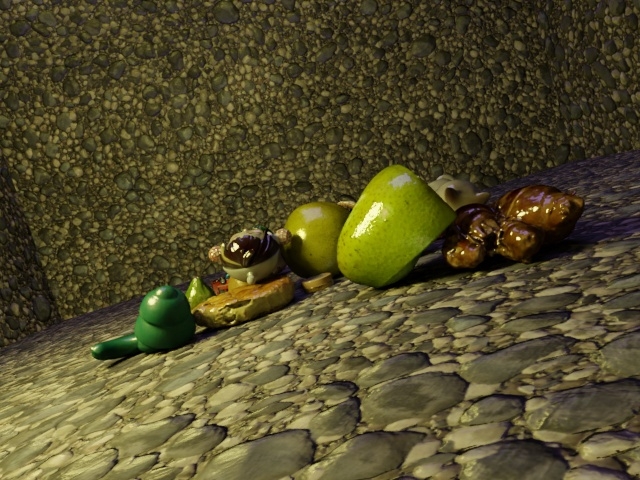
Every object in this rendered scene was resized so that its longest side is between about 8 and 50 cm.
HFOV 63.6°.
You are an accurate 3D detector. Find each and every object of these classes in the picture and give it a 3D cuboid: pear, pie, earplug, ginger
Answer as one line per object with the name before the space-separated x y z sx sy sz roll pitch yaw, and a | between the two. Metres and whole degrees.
pear | 0.000 0.000 1.815 0.295 0.294 0.294 -17 4 1
pear | 0.171 -0.022 1.362 0.318 0.238 0.342 -48 -3 3
pie | -0.234 0.186 1.600 0.340 0.083 0.339 -17 4 1
earplug | -0.480 0.235 1.448 0.258 0.280 0.164 17 26 -3
ginger | 0.444 -0.033 1.228 0.358 0.152 0.274 -17 4 33

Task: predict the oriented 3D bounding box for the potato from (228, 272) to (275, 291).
potato | -0.246 0.141 1.848 0.204 0.157 0.178 -15 4 -21

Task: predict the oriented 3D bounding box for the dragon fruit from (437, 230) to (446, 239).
dragon fruit | 0.404 -0.054 1.954 0.161 0.127 0.121 -21 -4 -35

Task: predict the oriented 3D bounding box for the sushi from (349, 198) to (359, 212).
sushi | 0.213 -0.066 2.297 0.239 0.224 0.219 16 -1 8

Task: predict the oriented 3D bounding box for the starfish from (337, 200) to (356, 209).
starfish | 0.198 -0.049 1.904 0.299 0.302 0.060 -11 46 40

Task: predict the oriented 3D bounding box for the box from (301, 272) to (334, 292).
box | -0.010 0.137 1.670 0.106 0.037 0.105 -18 4 1

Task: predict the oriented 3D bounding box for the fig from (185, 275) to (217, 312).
fig | -0.411 0.196 1.743 0.123 0.156 0.123 -14 9 2

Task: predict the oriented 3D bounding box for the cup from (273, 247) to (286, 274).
cup | -0.285 0.112 2.350 0.253 0.191 0.200 -47 -3 19

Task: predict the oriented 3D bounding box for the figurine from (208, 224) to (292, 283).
figurine | -0.225 0.034 1.714 0.282 0.167 0.370 -15 13 2

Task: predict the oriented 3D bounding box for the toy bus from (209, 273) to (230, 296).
toy bus | -0.336 0.175 2.115 0.235 0.096 0.073 -15 5 22

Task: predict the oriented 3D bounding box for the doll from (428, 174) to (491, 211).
doll | 0.533 -0.151 2.141 0.215 0.225 0.370 13 12 -7
